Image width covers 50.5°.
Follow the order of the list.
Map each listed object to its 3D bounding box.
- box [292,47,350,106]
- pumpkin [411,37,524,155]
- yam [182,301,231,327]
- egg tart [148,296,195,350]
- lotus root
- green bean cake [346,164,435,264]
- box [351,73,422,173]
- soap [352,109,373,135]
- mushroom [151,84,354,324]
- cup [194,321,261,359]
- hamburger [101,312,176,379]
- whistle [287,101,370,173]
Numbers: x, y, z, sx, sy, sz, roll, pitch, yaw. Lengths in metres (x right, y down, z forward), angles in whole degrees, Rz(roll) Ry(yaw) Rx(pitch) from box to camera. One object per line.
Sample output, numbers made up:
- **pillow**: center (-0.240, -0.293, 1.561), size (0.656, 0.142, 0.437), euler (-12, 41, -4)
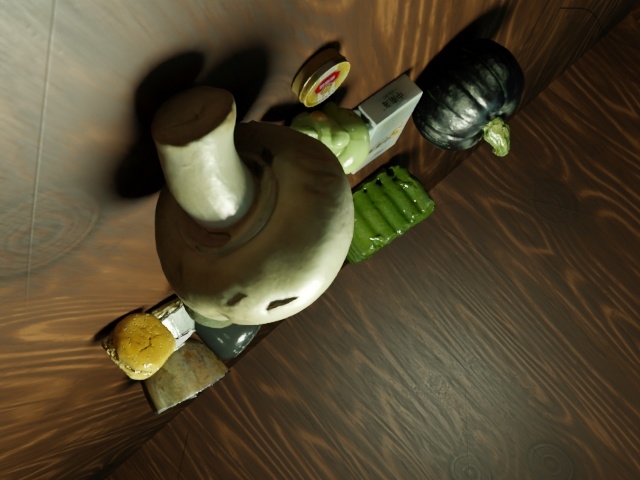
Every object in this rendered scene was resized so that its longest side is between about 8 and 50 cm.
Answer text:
- **box**: center (0.001, -0.274, 1.142), size (0.105, 0.037, 0.105), euler (-40, 171, -8)
- **pumpkin**: center (0.381, -0.335, 1.675), size (0.296, 0.296, 0.296), euler (-40, 170, -8)
- **yam**: center (-0.223, 0.089, 1.528), size (0.161, 0.161, 0.268), euler (-36, 170, -31)
- **egg tart**: center (-0.391, 0.230, 1.700), size (0.234, 0.094, 0.234), euler (-39, 173, -5)
- **lotus root**: center (-0.425, 0.393, 2.029), size (0.272, 0.192, 0.272), euler (-37, 180, 0)
- **green bean cake**: center (0.186, -0.084, 2.285), size (0.335, 0.218, 0.319), euler (-33, 176, -13)
- **box**: center (0.136, -0.270, 1.609), size (0.155, 0.067, 0.243), euler (-36, 169, -20)
- **soap**: center (0.038, -0.199, 1.543), size (0.119, 0.066, 0.198), euler (-36, 169, -22)
- **mushroom**: center (-0.106, -0.061, 1.011), size (0.315, 0.356, 0.315), euler (-6, -163, 2)
- **cup**: center (-0.256, 0.206, 1.877), size (0.169, 0.176, 0.223), euler (-49, -175, 42)
- **hamburger**: center (-0.403, 0.232, 1.515), size (0.083, 0.138, 0.147), euler (-51, 176, 35)
- **whistle**: center (0.000, -0.207, 1.278), size (0.141, 0.141, 0.294), euler (-44, 153, 15)
